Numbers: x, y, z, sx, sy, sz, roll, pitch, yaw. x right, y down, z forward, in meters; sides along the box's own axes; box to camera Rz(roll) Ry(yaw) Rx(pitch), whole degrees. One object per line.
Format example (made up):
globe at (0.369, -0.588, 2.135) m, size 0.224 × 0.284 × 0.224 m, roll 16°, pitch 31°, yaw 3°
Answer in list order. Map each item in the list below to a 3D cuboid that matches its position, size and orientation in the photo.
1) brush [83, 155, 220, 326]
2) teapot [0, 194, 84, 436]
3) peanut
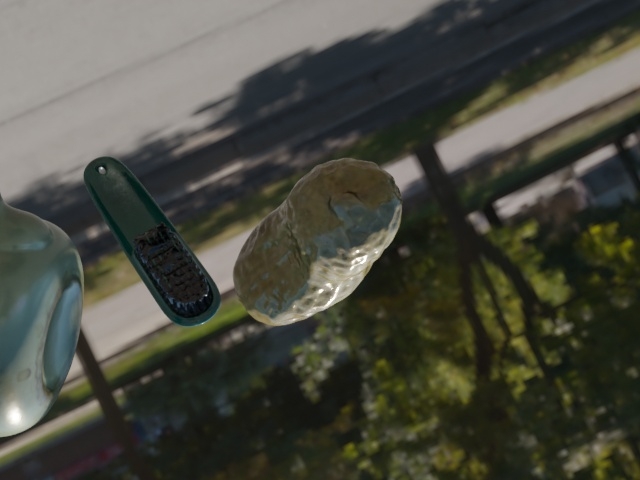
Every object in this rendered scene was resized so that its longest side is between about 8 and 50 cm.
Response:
brush at (-0.131, -0.009, 1.054) m, size 0.043 × 0.193 × 0.032 m, roll -30°, pitch 144°, yaw -12°
teapot at (-0.299, 0.020, 1.296) m, size 0.149 × 0.318 × 0.220 m, roll 10°, pitch 180°, yaw 5°
peanut at (0.004, -0.003, 1.715) m, size 0.159 × 0.143 × 0.291 m, roll -36°, pitch 173°, yaw -39°
